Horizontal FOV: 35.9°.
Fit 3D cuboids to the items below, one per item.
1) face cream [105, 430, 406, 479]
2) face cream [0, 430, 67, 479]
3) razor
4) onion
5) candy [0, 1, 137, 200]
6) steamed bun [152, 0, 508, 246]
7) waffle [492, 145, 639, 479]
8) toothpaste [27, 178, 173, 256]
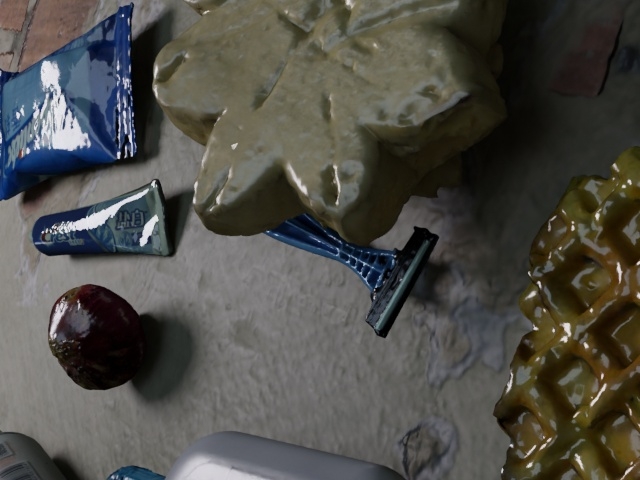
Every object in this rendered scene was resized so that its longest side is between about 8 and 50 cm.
[{"bbox_3d":[-0.064,0.229,0.757,0.337,0.080,0.163,0,78,49],"label":"face cream"},{"bbox_3d":[-0.328,0.258,1.041,0.252,0.101,0.101,28,100,50],"label":"face cream"},{"bbox_3d":[0.000,0.000,0.784,0.253,0.042,0.082,27,90,52],"label":"razor"},{"bbox_3d":[-0.217,0.093,0.973,0.107,0.097,0.107,14,119,26],"label":"onion"},{"bbox_3d":[-0.312,-0.156,1.174,0.331,0.077,0.187,-13,76,47],"label":"candy"},{"bbox_3d":[0.018,-0.120,0.722,0.295,0.137,0.292,22,83,32],"label":"steamed bun"},{"bbox_3d":[0.216,0.068,0.502,0.301,0.058,0.281,28,101,48],"label":"waffle"},{"bbox_3d":[-0.245,-0.013,1.074,0.268,0.047,0.069,-6,61,45],"label":"toothpaste"}]
